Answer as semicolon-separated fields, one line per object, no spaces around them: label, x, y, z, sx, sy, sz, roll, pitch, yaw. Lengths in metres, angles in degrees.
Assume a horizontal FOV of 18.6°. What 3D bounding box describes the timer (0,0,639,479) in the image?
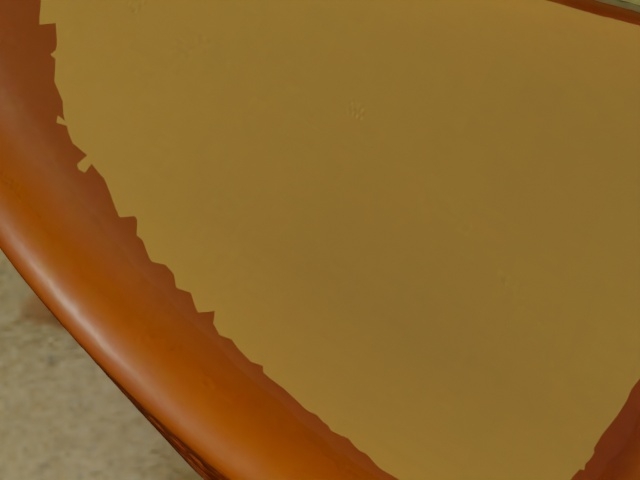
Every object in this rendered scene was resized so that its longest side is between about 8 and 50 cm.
timer;0.000;0.000;0.570;0.250;0.257;0.161;31;80;10
